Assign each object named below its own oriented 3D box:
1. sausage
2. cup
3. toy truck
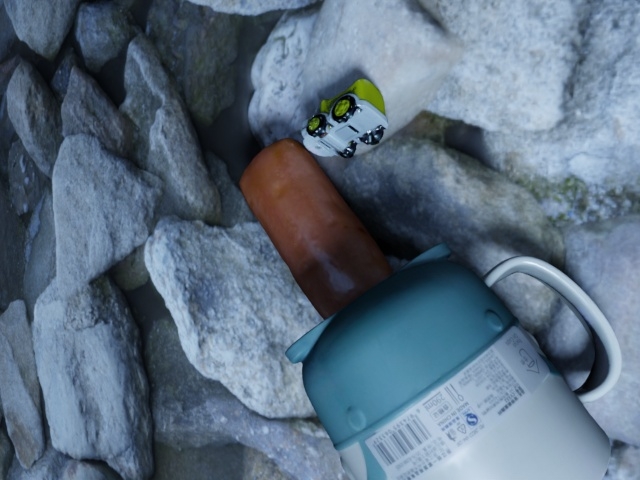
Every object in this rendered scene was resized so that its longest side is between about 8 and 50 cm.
[{"bbox_3d":[0.000,0.000,0.782,0.113,0.114,0.259,-46,67,31],"label":"sausage"},{"bbox_3d":[0.144,0.142,0.608,0.290,0.219,0.257,-34,78,-4],"label":"cup"},{"bbox_3d":[0.026,-0.154,0.780,0.111,0.076,0.077,-22,55,35],"label":"toy truck"}]
